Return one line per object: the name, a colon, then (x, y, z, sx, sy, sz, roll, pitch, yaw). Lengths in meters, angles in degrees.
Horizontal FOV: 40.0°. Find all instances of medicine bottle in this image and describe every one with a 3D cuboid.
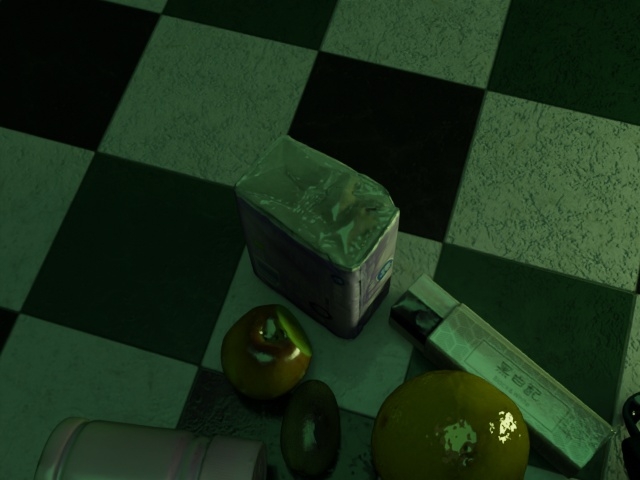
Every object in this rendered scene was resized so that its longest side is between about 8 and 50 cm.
medicine bottle: (-0.258, 0.395, 1.365, 0.326, 0.212, 0.212, 5, 66, 5)

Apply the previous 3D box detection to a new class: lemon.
lemon: (0.194, 0.318, 1.374, 0.254, 0.228, 0.228, -1, 62, 35)

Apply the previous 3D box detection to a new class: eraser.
eraser: (0.295, 0.225, 1.479, 0.404, 0.098, 0.096, 39, 73, 18)

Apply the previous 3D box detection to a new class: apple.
apple: (-0.088, 0.189, 1.485, 0.163, 0.147, 0.146, -40, 71, -16)

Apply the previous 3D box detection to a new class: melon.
melon: (-0.015, 0.309, 1.455, 0.099, 0.099, 0.162, 6, 64, 5)

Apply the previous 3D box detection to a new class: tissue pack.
tissue pack: (0.000, 0.000, 1.464, 0.242, 0.338, 0.160, 34, 70, 15)

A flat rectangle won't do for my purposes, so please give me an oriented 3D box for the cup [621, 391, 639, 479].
cup: (0.620, 0.330, 1.322, 0.292, 0.242, 0.307, -23, 65, 6)
